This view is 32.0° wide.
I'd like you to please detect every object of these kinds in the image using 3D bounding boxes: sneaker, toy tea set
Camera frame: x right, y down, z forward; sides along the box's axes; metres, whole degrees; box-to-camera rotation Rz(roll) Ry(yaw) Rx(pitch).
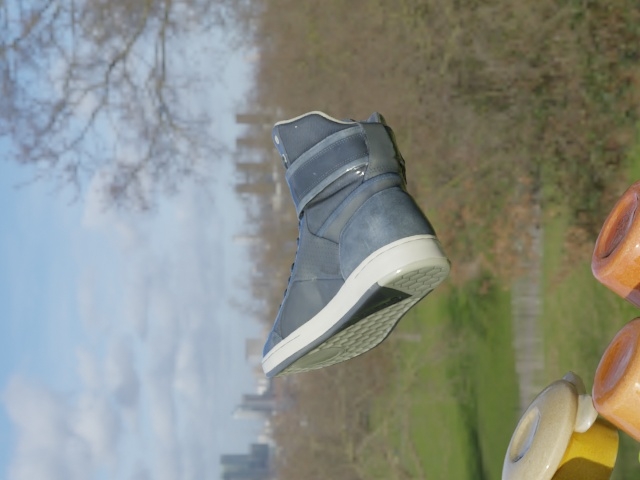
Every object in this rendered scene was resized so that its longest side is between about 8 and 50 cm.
[{"bbox_3d":[0.002,-0.001,0.847,0.226,0.086,0.164,-47,58,48],"label":"sneaker"},{"bbox_3d":[0.210,0.098,0.658,0.336,0.124,0.200,-64,3,-5],"label":"toy tea set"}]
